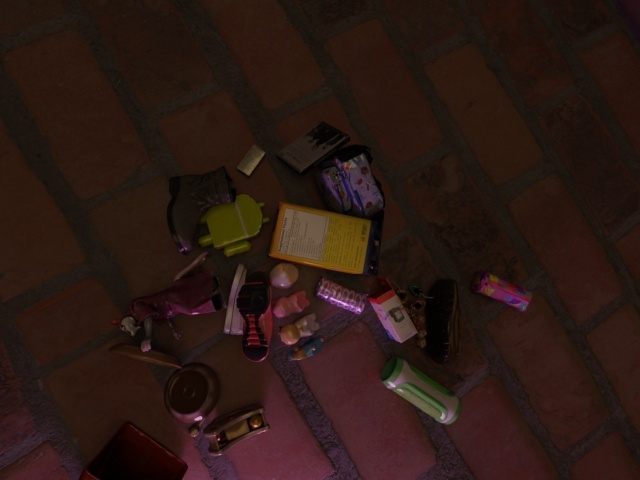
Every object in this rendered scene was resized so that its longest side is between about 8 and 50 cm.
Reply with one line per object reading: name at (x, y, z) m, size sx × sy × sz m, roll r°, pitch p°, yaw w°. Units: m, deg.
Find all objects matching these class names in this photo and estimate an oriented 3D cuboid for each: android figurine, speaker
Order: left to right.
android figurine at (-0.327, -0.070, 1.506) m, size 0.273 × 0.056 × 0.248 m, roll -19°, pitch 79°, yaw -9°
speaker at (0.375, 0.559, 1.525) m, size 0.297 × 0.131 × 0.131 m, roll 34°, pitch 79°, yaw -4°

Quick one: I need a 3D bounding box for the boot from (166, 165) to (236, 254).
boot at (-0.403, -0.122, 1.414) m, size 0.223 × 0.118 × 0.338 m, roll -13°, pitch 61°, yaw -2°

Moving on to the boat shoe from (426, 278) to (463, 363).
boat shoe at (0.492, 0.313, 1.589) m, size 0.120 × 0.123 × 0.323 m, roll 15°, pitch 80°, yaw -39°

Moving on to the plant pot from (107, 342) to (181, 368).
plant pot at (-0.570, 0.378, 1.342) m, size 0.236 × 0.236 × 0.032 m, roll 16°, pitch 67°, yaw -7°

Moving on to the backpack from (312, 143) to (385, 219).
backpack at (0.111, -0.200, 1.509) m, size 0.213 × 0.276 × 0.263 m, roll -35°, pitch 103°, yaw -5°

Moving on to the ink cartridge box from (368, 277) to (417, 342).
ink cartridge box at (0.257, 0.258, 1.536) m, size 0.078 × 0.134 × 0.231 m, roll -29°, pitch 88°, yaw -11°

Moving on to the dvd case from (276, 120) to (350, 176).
dvd case at (-0.031, -0.356, 1.558) m, size 0.239 × 0.029 × 0.179 m, roll -39°, pitch 49°, yaw -11°

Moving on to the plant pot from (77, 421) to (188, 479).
plant pot at (-0.629, 0.799, 1.281) m, size 0.267 × 0.267 × 0.235 m, roll 38°, pitch 93°, yaw -3°

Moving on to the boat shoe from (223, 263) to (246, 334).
boat shoe at (-0.291, 0.214, 1.482) m, size 0.084 × 0.095 × 0.258 m, roll 11°, pitch 92°, yaw -12°

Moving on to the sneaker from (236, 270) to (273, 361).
sneaker at (-0.224, 0.258, 1.445) m, size 0.116 × 0.136 × 0.313 m, roll 3°, pitch 97°, yaw 5°

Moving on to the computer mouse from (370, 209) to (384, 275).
computer mouse at (0.200, -0.001, 1.540) m, size 0.060 × 0.184 × 0.261 m, roll 6°, pitch 83°, yaw 9°

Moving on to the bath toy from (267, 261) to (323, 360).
bath toy at (-0.115, 0.254, 1.487) m, size 0.129 × 0.151 × 0.348 m, roll -20°, pitch 88°, yaw 32°

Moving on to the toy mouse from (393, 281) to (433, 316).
toy mouse at (0.368, 0.229, 1.584) m, size 0.143 × 0.031 × 0.161 m, roll -2°, pitch 46°, yaw -8°

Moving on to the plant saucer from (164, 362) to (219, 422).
plant saucer at (-0.449, 0.522, 1.407) m, size 0.199 × 0.036 × 0.198 m, roll -1°, pitch 68°, yaw 3°

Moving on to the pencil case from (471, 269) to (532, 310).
pencil case at (0.727, 0.202, 1.639) m, size 0.236 × 0.104 × 0.104 m, roll 21°, pitch 81°, yaw -7°

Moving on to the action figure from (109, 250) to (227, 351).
action figure at (-0.513, 0.204, 1.360) m, size 0.370 × 0.248 × 0.275 m, roll -16°, pitch 86°, yaw -14°

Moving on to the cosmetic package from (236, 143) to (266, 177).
cosmetic package at (-0.265, -0.303, 1.562) m, size 0.060 × 0.041 × 0.115 m, roll 36°, pitch 79°, yaw -3°

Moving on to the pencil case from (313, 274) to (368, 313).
pencil case at (0.075, 0.205, 1.542) m, size 0.206 × 0.086 × 0.088 m, roll 25°, pitch 57°, yaw -7°

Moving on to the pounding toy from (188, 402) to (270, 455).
pounding toy at (-0.322, 0.615, 1.390) m, size 0.270 × 0.154 × 0.154 m, roll -17°, pitch 87°, yaw -11°

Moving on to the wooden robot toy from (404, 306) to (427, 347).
wooden robot toy at (0.385, 0.323, 1.586) m, size 0.079 × 0.076 × 0.173 m, roll -25°, pitch 88°, yaw -22°

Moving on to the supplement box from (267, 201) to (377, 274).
supplement box at (0.000, 0.000, 1.492) m, size 0.357 × 0.195 × 0.194 m, roll 12°, pitch 83°, yaw -8°
